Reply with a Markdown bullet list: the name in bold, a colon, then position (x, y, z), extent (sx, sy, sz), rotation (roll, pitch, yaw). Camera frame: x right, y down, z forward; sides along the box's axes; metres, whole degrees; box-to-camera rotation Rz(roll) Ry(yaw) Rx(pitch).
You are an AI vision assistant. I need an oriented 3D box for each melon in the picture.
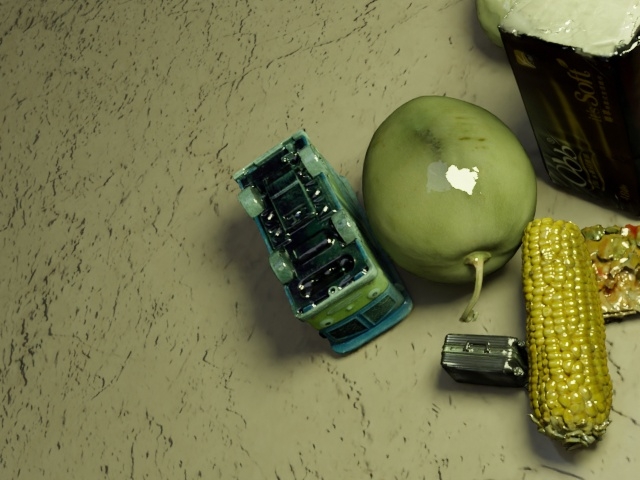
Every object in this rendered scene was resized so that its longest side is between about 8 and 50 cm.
- **melon**: position (0.185, -0.076, 1.444), extent (0.272, 0.272, 0.308), rotation (-46, 47, -1)

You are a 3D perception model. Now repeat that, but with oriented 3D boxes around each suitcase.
- **suitcase**: position (0.236, 0.171, 1.381), extent (0.126, 0.086, 0.059), rotation (0, 63, 28)

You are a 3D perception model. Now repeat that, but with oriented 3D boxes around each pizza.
- **pizza**: position (0.450, 0.030, 1.357), extent (0.226, 0.069, 0.147), rotation (-12, 57, 23)

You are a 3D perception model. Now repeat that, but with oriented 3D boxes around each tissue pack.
- **tissue pack**: position (0.407, -0.220, 1.335), extent (0.198, 0.370, 0.210), rotation (23, 71, 35)

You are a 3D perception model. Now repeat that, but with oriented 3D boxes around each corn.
- **corn**: position (0.332, 0.123, 1.318), extent (0.115, 0.115, 0.318), rotation (-8, 75, 25)

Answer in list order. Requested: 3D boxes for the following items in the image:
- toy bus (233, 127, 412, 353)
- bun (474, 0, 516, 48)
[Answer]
- **toy bus**: position (0.000, 0.000, 1.537), extent (0.152, 0.190, 0.312), rotation (-32, 53, 9)
- **bun**: position (0.385, -0.411, 1.578), extent (0.272, 0.168, 0.273), rotation (-6, 71, 17)
